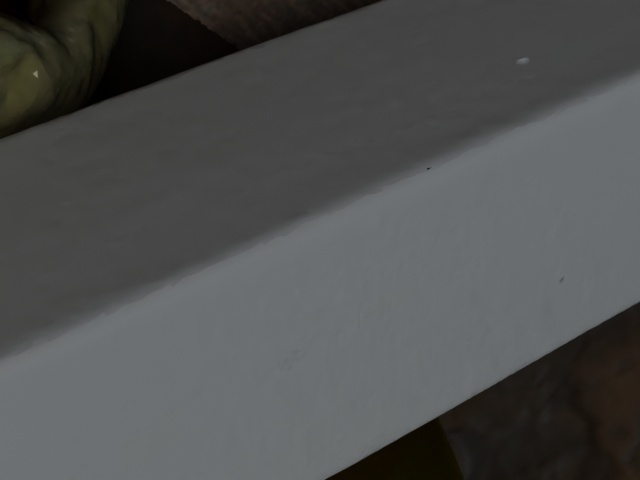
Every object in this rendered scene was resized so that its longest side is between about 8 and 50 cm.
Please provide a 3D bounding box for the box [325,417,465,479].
[{"bbox_3d":[-0.088,0.106,0.456,0.260,0.194,0.111,0,109,-7],"label":"box"}]

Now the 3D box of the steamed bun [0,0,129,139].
[{"bbox_3d":[-0.125,-0.047,0.422,0.141,0.155,0.172,25,105,-15],"label":"steamed bun"}]

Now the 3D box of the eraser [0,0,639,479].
[{"bbox_3d":[0.000,0.001,0.409,0.298,0.076,0.078,-24,131,-32],"label":"eraser"}]

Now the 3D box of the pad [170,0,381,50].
[{"bbox_3d":[0.020,-0.126,0.421,0.176,0.002,0.266,-50,137,9],"label":"pad"}]
